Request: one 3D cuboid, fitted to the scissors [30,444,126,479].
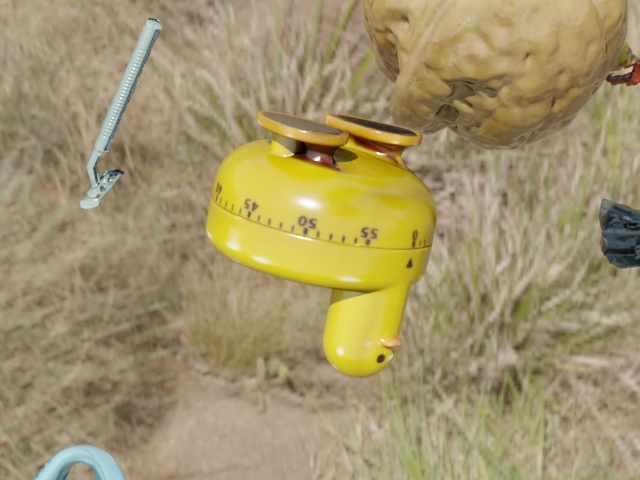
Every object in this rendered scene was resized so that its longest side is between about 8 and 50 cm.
[{"bbox_3d":[-0.281,0.260,1.284,0.393,0.032,0.180,-3,77,44],"label":"scissors"}]

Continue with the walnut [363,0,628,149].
[{"bbox_3d":[0.146,-0.193,1.264,0.224,0.257,0.257,42,67,14],"label":"walnut"}]

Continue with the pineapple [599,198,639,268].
[{"bbox_3d":[0.371,-0.046,1.170,0.310,0.141,0.170,-23,17,25],"label":"pineapple"}]

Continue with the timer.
[{"bbox_3d":[0.000,0.000,0.683,0.107,0.109,0.107,11,12,-2],"label":"timer"}]

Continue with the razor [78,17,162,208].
[{"bbox_3d":[-0.211,-0.139,1.569,0.036,0.211,0.084,21,26,0],"label":"razor"}]

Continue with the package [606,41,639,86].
[{"bbox_3d":[0.196,-0.245,1.508,0.223,0.288,0.108,-5,53,19],"label":"package"}]
